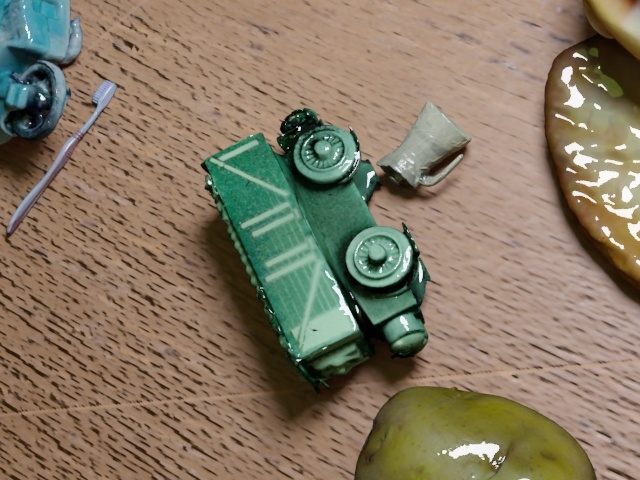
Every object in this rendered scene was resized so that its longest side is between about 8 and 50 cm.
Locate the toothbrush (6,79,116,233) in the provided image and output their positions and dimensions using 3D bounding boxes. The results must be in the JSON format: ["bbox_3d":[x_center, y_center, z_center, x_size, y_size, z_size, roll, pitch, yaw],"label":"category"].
[{"bbox_3d":[-0.273,-0.087,1.393,0.019,0.013,0.193,29,81,29],"label":"toothbrush"}]

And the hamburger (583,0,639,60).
[{"bbox_3d":[0.351,-0.276,1.173,0.260,0.186,0.303,0,65,-11],"label":"hamburger"}]

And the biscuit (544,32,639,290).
[{"bbox_3d":[0.297,-0.057,1.206,0.154,0.045,0.299,-19,69,8],"label":"biscuit"}]

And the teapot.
[{"bbox_3d":[0.099,-0.084,1.267,0.083,0.057,0.067,-45,63,6],"label":"teapot"}]

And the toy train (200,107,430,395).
[{"bbox_3d":[0.000,0.000,1.233,0.154,0.115,0.269,-26,68,0],"label":"toy train"}]

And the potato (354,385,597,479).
[{"bbox_3d":[0.130,0.203,1.116,0.200,0.137,0.155,19,78,22],"label":"potato"}]

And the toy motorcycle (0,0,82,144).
[{"bbox_3d":[-0.338,-0.212,1.392,0.206,0.154,0.260,-16,71,35],"label":"toy motorcycle"}]
